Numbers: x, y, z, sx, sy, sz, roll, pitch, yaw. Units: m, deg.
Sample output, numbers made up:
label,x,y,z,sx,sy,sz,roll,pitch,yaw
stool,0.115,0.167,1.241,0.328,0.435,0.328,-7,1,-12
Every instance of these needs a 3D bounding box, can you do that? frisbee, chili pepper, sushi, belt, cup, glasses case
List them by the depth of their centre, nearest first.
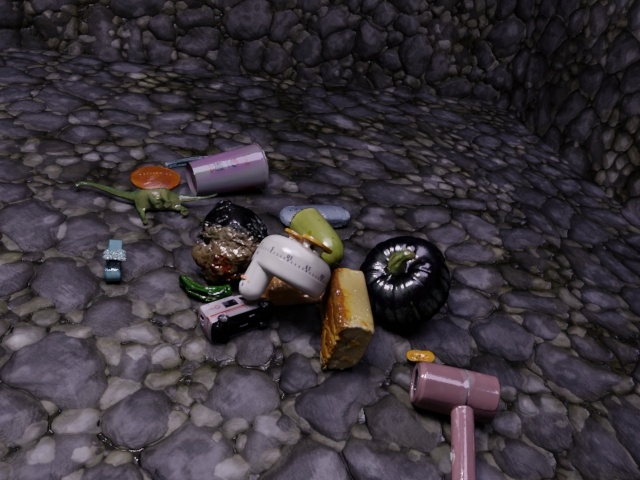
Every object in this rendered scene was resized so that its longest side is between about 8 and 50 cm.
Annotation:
label,x,y,z,sx,sy,sz,roll,pitch,yaw
chili pepper,-0.357,0.148,1.593,0.182,0.050,0.073,17,41,10
belt,-0.631,0.044,1.611,0.065,0.099,0.179,2,33,-22
sushi,-0.285,0.016,1.650,0.225,0.239,0.218,43,38,-18
glasses case,-0.019,-0.092,2.035,0.283,0.067,0.109,-5,40,-22
cup,-0.374,-0.271,2.090,0.289,0.202,0.203,-16,43,-27
frisbee,-0.654,-0.256,2.092,0.192,0.035,0.192,8,34,-5

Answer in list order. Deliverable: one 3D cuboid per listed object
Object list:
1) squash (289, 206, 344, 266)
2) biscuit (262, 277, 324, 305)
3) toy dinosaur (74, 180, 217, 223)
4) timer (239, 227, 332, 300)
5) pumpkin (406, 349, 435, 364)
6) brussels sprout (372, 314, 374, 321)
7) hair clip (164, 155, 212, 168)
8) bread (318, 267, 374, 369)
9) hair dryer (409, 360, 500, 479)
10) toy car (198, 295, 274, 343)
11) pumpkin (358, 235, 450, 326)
label,x,y,z,sx,sy,sz,roll,pitch,yaw
squash,0.000,0.000,1.850,0.133,0.132,0.247,-10,39,-30
biscuit,-0.118,0.147,1.686,0.250,0.030,0.160,-1,36,-19
toy dinosaur,-0.634,-0.171,1.948,0.448,0.087,0.301,-12,34,-35
timer,-0.096,0.095,1.517,0.234,0.240,0.233,30,-7,4
pumpkin,0.290,0.344,1.537,0.084,0.028,0.050,10,35,11
brussels sprout,0.135,0.238,1.625,0.051,0.046,0.083,3,34,-26
hair clip,-0.523,-0.329,2.245,0.276,0.048,0.083,-7,40,-19
bread,0.064,0.217,1.511,0.114,0.184,0.274,16,33,-12
hair dryer,0.331,0.469,1.305,0.211,0.125,0.352,13,41,2
toy car,-0.239,0.210,1.507,0.210,0.089,0.108,-16,38,-31
pumpkin,0.247,0.112,1.626,0.296,0.295,0.295,9,34,-6
